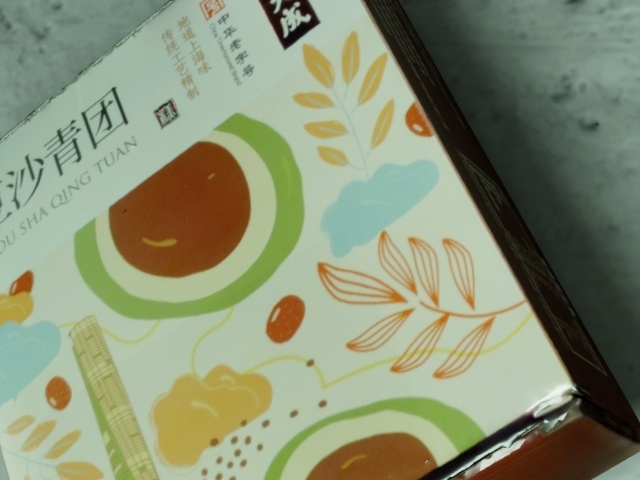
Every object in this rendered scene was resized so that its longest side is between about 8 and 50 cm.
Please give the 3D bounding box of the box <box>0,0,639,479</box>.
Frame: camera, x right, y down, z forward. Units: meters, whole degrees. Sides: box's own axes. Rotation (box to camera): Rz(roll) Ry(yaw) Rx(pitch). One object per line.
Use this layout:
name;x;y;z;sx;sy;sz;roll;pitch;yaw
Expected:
box;-0.047;0.042;0.804;0.344;0.122;0.385;-35;57;17
